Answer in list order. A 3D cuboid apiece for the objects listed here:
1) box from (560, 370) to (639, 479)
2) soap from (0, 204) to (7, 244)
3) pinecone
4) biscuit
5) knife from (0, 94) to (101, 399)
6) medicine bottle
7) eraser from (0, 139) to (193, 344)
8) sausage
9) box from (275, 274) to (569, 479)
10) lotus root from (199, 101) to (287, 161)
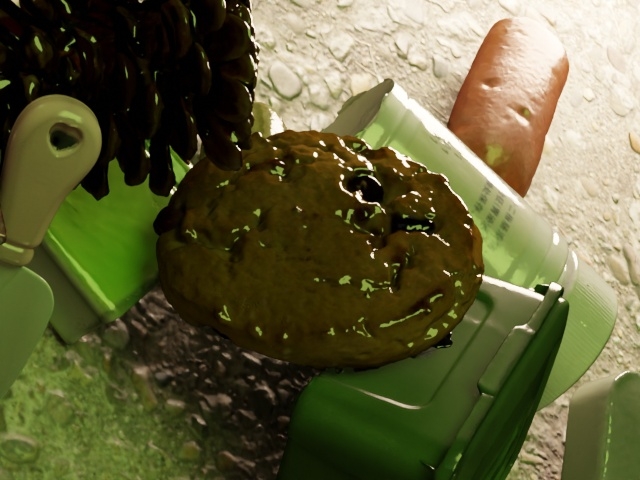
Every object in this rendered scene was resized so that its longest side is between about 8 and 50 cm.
[{"bbox_3d":[0.397,0.355,2.042,0.367,0.090,0.373,26,58,-27],"label":"box"},{"bbox_3d":[-0.394,-0.114,1.587,0.128,0.233,0.360,0,66,-42],"label":"soap"},{"bbox_3d":[-0.186,-0.151,1.659,0.292,0.246,0.246,-15,75,-28],"label":"pinecone"},{"bbox_3d":[0.001,-0.001,1.729,0.296,0.075,0.296,4,43,-4],"label":"biscuit"},{"bbox_3d":[-0.252,0.038,1.587,0.081,0.336,0.043,16,20,-21],"label":"knife"},{"bbox_3d":[0.124,0.013,1.968,0.332,0.190,0.190,42,46,-12],"label":"medicine bottle"},{"bbox_3d":[-0.232,-0.069,1.795,0.274,0.092,0.210,50,45,-3],"label":"eraser"},{"bbox_3d":[0.201,-0.135,2.178,0.113,0.113,0.259,39,45,-15],"label":"sausage"},{"bbox_3d":[0.081,0.174,1.784,0.177,0.253,0.329,25,37,14],"label":"box"},{"bbox_3d":[-0.074,-0.084,1.929,0.090,0.077,0.183,-2,35,-2],"label":"lotus root"}]
